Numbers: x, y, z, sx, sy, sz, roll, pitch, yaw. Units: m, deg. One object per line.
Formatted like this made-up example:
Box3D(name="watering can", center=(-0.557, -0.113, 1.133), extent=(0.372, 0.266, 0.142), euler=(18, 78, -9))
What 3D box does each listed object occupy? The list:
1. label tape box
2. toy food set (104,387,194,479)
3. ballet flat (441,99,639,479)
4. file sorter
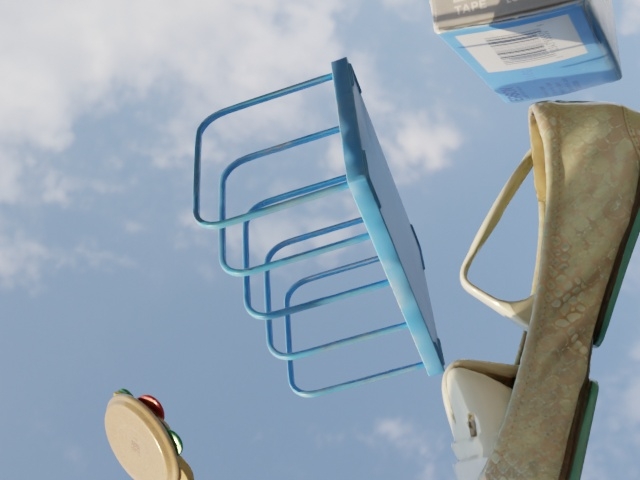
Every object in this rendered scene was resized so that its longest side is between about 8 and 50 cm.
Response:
Box3D(name="label tape box", center=(0.149, -0.307, 0.827), extent=(0.249, 0.115, 0.348), euler=(10, -110, -68))
Box3D(name="toy food set", center=(-0.127, 0.146, 0.761), extent=(0.083, 0.082, 0.020), euler=(13, -149, 42))
Box3D(name="ballet flat", center=(0.065, 0.034, 0.331), extent=(0.052, 0.057, 0.168), euler=(16, -103, 9))
Box3D(name="file sorter", center=(0.000, 0.000, 0.648), extent=(0.104, 0.170, 0.118), euler=(-17, -139, 9))
